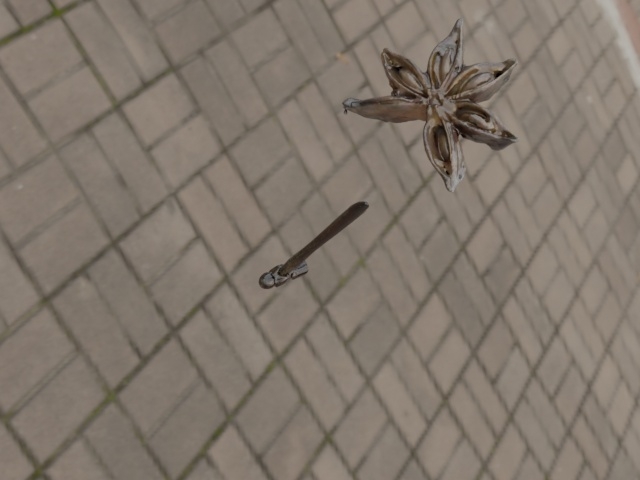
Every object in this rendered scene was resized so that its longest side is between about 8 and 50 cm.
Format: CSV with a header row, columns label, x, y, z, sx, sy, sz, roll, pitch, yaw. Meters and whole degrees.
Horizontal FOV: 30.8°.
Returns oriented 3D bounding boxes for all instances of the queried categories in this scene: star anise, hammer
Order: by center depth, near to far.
label,x,y,z,sx,sy,sz,roll,pitch,yaw
hammer,0.000,0.000,1.218,0.065,0.178,0.021,-21,75,-45
star anise,0.147,-0.161,1.341,0.208,0.172,0.063,40,0,28
